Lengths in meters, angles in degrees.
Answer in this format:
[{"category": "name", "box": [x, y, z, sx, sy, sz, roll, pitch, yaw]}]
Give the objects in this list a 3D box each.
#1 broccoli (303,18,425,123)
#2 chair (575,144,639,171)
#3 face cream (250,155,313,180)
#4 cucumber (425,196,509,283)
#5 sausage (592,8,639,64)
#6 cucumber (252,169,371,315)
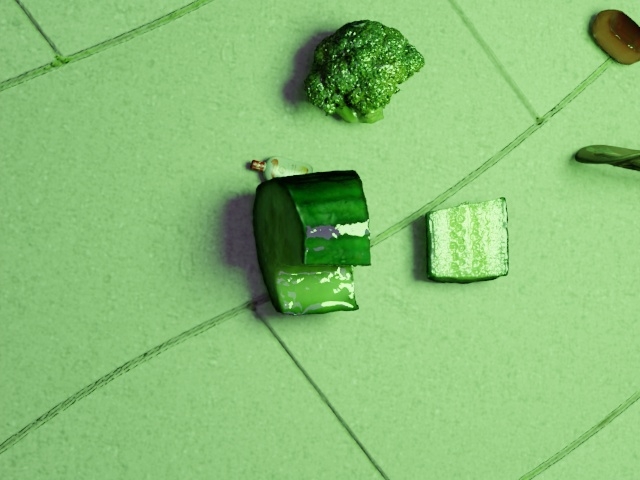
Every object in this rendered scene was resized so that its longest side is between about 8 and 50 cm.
[{"category": "broccoli", "box": [0.052, -0.224, 1.802, 0.162, 0.145, 0.138, -33, 129, -34]}, {"category": "chair", "box": [0.544, -0.153, 1.918, 0.326, 0.175, 0.183, 15, 90, -21]}, {"category": "face cream", "box": [-0.053, -0.092, 1.810, 0.083, 0.021, 0.040, 14, 81, -15]}, {"category": "cucumber", "box": [0.197, 0.000, 1.857, 0.116, 0.062, 0.115, -2, 84, -10]}, {"category": "sausage", "box": [0.433, -0.294, 1.955, 0.094, 0.054, 0.059, 39, 76, -10]}, {"category": "cucumber", "box": [-0.002, -0.010, 1.741, 0.130, 0.191, 0.191, -9, 88, -18]}]
